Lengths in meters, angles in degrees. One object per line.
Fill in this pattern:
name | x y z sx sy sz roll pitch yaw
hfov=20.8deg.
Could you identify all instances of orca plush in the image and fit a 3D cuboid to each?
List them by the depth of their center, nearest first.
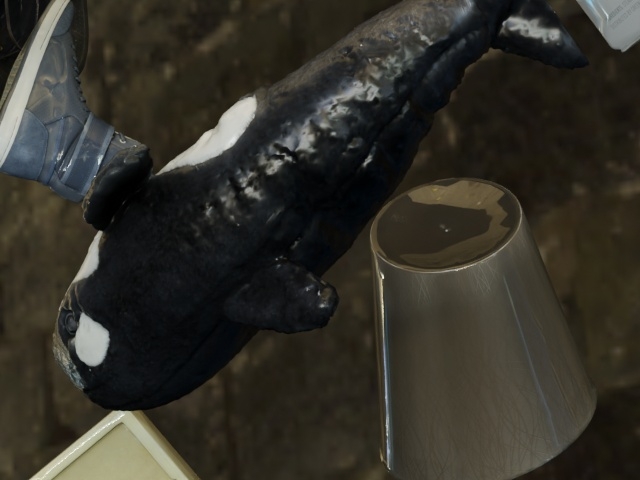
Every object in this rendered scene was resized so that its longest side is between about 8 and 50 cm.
orca plush | 0.000 0.000 0.784 0.287 0.102 0.151 -32 144 6

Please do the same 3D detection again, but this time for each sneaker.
sneaker | -0.258 -0.145 1.876 0.163 0.226 0.086 23 151 -15

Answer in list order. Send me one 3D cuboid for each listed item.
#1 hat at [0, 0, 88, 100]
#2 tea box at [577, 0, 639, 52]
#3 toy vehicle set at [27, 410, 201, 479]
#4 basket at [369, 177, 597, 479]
hat | -0.428 -0.312 2.285 0.134 0.331 0.331 5 166 20
tea box | 0.283 -0.373 1.269 0.329 0.324 0.220 -31 175 -26
toy vehicle set | -0.159 0.237 0.994 0.267 0.166 0.035 -39 -179 0
basket | 0.127 0.073 1.485 0.204 0.154 0.227 -23 127 -12
